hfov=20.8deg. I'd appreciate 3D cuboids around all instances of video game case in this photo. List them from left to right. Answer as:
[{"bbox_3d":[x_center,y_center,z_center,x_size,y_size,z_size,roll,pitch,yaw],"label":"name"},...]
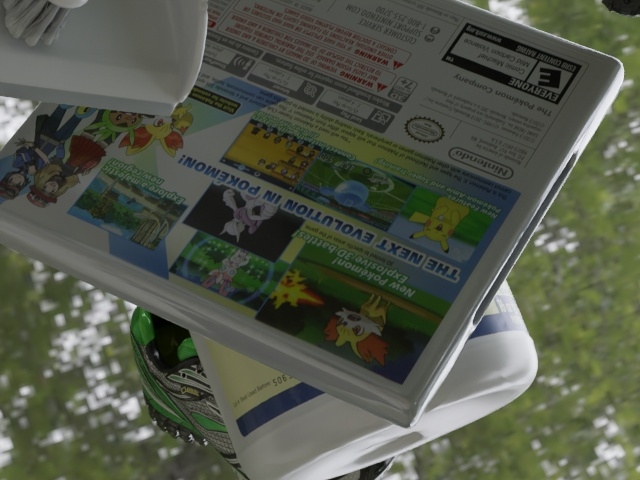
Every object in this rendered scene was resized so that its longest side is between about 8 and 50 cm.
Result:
[{"bbox_3d":[-0.015,-0.062,1.129,0.329,0.300,0.036,23,-31,19],"label":"video game case"}]

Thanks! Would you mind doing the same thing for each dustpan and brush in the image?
[{"bbox_3d":[-0.112,-0.170,0.756,0.060,0.147,0.211,-18,-111,60],"label":"dustpan and brush"}]

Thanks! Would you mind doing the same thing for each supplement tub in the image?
[{"bbox_3d":[0.000,0.000,1.314,0.235,0.235,0.324,-35,-109,46],"label":"supplement tub"}]

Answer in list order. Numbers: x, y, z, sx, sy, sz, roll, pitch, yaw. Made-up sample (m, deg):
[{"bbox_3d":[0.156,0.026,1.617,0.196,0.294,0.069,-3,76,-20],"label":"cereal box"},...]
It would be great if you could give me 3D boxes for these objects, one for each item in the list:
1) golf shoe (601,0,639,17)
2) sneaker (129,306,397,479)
[{"bbox_3d":[0.246,-0.232,1.163,0.077,0.094,0.198,20,-95,30],"label":"golf shoe"},{"bbox_3d":[-0.070,0.152,1.674,0.344,0.134,0.146,21,-35,39],"label":"sneaker"}]
